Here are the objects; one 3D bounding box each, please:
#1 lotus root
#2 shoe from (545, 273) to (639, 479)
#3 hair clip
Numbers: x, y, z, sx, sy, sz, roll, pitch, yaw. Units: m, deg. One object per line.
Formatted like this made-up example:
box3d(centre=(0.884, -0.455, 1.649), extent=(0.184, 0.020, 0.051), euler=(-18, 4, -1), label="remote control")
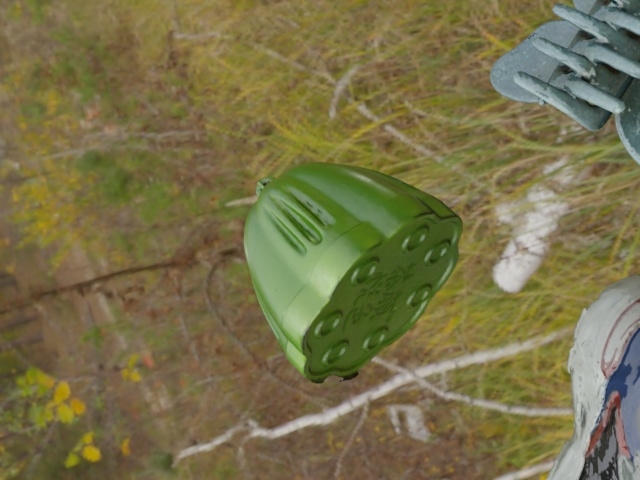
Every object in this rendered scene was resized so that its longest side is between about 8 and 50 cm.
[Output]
box3d(centre=(0.000, 0.000, 0.819), extent=(0.186, 0.186, 0.186), euler=(40, 138, 48), label="lotus root")
box3d(centre=(0.211, 0.139, 0.584), extent=(0.125, 0.099, 0.227), euler=(18, 106, 61), label="shoe")
box3d(centre=(0.480, -0.320, 1.569), extent=(0.392, 0.238, 0.318), euler=(35, 101, 21), label="hair clip")
